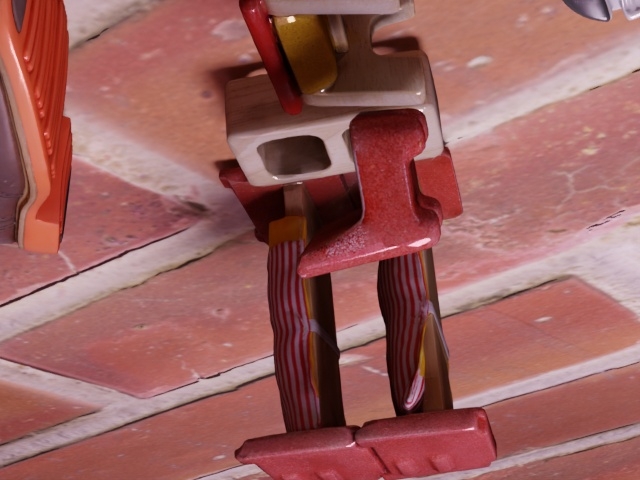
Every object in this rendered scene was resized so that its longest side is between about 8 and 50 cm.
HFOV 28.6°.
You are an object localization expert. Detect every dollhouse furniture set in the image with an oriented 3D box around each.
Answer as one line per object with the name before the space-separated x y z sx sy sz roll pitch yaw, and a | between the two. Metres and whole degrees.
dollhouse furniture set | 0.000 0.000 0.713 0.152 0.201 0.374 -9 155 9

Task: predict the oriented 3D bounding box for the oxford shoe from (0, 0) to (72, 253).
oxford shoe | -0.187 -0.065 0.674 0.098 0.097 0.271 6 153 -8

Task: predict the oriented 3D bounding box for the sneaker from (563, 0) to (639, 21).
sneaker | 0.167 -0.181 0.534 0.190 0.083 0.071 -39 114 18
